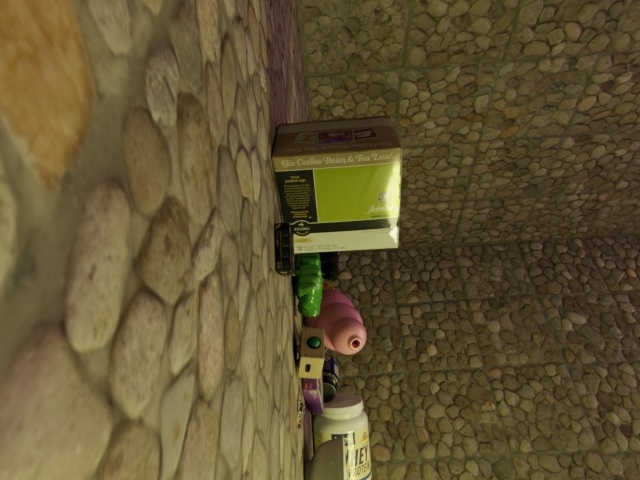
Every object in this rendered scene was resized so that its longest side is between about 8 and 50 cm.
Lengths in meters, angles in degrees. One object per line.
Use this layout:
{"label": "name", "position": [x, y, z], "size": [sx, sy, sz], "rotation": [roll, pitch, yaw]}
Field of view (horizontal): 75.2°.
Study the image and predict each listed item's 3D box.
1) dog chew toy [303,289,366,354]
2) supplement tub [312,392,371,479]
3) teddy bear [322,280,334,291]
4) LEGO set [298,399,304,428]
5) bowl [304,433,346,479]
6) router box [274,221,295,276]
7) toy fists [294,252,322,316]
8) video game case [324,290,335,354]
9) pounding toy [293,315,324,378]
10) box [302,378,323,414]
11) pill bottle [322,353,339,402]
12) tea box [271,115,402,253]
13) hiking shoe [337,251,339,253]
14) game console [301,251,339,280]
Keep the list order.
{"label": "dog chew toy", "position": [0.063, 0.315, 1.559], "size": [0.332, 0.206, 0.207], "rotation": [-148, -128, -67]}
{"label": "supplement tub", "position": [0.087, 0.830, 1.728], "size": [0.235, 0.235, 0.326], "rotation": [57, 29, -85]}
{"label": "teddy bear", "position": [0.005, 0.376, 2.172], "size": [0.338, 0.112, 0.245], "rotation": [85, 20, -47]}
{"label": "LEGO set", "position": [-0.055, 0.525, 1.253], "size": [0.054, 0.023, 0.083], "rotation": [59, 27, -85]}
{"label": "bowl", "position": [0.021, 0.799, 1.362], "size": [0.298, 0.133, 0.299], "rotation": [-3, 90, -87]}
{"label": "router box", "position": [-0.088, 0.024, 1.037], "size": [0.092, 0.038, 0.123], "rotation": [73, 14, -78]}
{"label": "toy fists", "position": [-0.042, 0.129, 1.397], "size": [0.279, 0.096, 0.143], "rotation": [-92, -173, -69]}
{"label": "video game case", "position": [0.039, 0.421, 2.060], "size": [0.248, 0.035, 0.275], "rotation": [75, 37, -57]}
{"label": "pounding toy", "position": [-0.042, 0.327, 1.277], "size": [0.130, 0.100, 0.141], "rotation": [-90, -173, -49]}
{"label": "box", "position": [-0.027, 0.510, 1.562], "size": [0.294, 0.057, 0.201], "rotation": [83, 4, -52]}
{"label": "pill bottle", "position": [0.020, 0.598, 1.807], "size": [0.219, 0.122, 0.123], "rotation": [-82, 169, -77]}
{"label": "tea box", "position": [0.051, -0.157, 1.191], "size": [0.220, 0.328, 0.324], "rotation": [-90, 176, -51]}
{"label": "hiking shoe", "position": [0.021, 0.037, 1.663], "size": [0.304, 0.113, 0.132], "rotation": [89, -11, -47]}
{"label": "game console", "position": [-0.003, 0.099, 1.560], "size": [0.361, 0.043, 0.214], "rotation": [-178, -99, -72]}
